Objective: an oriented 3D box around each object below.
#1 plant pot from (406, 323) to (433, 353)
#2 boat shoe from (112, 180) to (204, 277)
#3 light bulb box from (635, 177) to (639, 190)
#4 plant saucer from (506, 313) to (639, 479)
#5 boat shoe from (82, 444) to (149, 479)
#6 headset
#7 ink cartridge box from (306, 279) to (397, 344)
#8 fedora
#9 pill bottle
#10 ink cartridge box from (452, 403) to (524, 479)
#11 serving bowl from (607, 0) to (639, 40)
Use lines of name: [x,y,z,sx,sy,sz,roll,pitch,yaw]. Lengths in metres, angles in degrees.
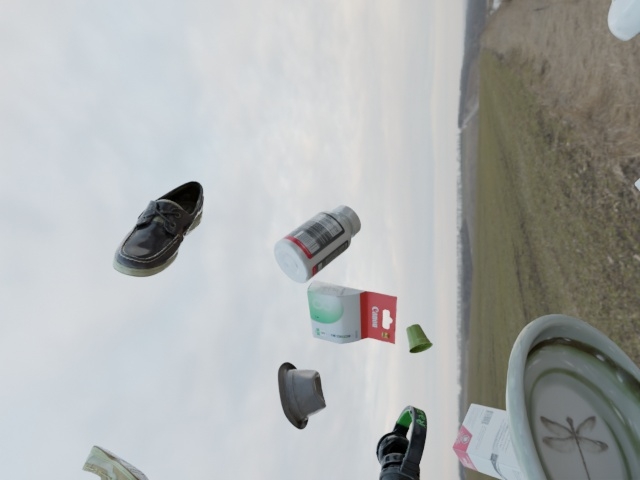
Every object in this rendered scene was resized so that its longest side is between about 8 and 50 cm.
plant pot: [0.327,0.329,1.408,0.083,0.083,0.079,62,-170,-54]
boat shoe: [-0.293,-0.035,0.779,0.285,0.103,0.092,-72,2,-62]
light bulb box: [1.018,-0.143,0.903,0.225,0.358,0.361,36,-165,-19]
plant saucer: [0.412,0.318,0.639,0.100,0.401,0.400,-47,21,47]
boat shoe: [-0.334,0.384,0.675,0.045,0.136,0.050,-61,-34,-28]
headset: [0.228,0.730,1.364,0.243,0.185,0.393,-34,-37,-85]
ink cartridge box: [0.081,0.203,1.082,0.056,0.225,0.180,-55,-32,-47]
fedora: [-0.053,0.565,1.545,0.275,0.125,0.243,64,-169,-52]
pill bottle: [0.000,0.000,1.503,0.319,0.176,0.176,-37,-49,-32]
ink cartridge box: [0.497,0.549,1.116,0.158,0.218,0.092,-46,-67,-35]
serving bowl: [0.275,-0.218,0.353,0.083,0.027,0.083,25,-90,-83]
